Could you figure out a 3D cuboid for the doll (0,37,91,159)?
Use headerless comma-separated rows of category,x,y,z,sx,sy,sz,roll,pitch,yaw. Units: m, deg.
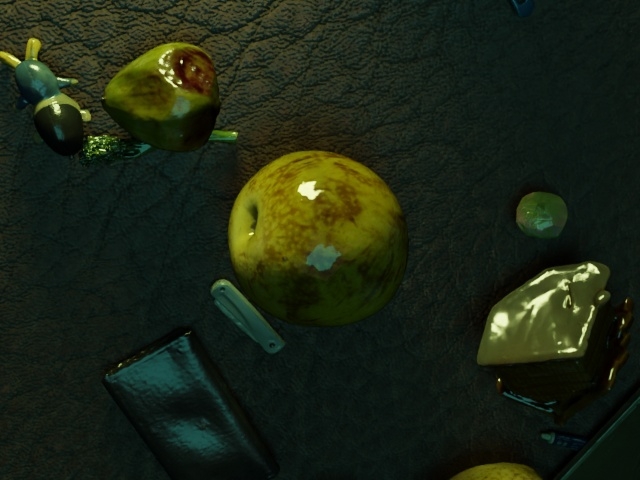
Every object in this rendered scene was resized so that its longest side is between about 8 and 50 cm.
doll,-0.391,-0.199,1.410,0.102,0.089,0.179,-23,89,1

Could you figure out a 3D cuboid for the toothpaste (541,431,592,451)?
toothpaste,0.462,0.369,1.787,0.140,0.021,0.037,16,113,-18

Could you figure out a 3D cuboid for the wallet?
wallet,-0.214,0.308,1.653,0.170,0.044,0.321,-29,109,3

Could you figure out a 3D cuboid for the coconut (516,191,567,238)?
coconut,0.355,-0.040,1.580,0.082,0.081,0.083,-29,68,4

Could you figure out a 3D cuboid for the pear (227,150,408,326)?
pear,0.000,0.000,1.439,0.281,0.280,0.280,-3,112,-7

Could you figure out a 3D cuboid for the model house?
model house,0.403,0.175,1.637,0.220,0.199,0.229,3,147,31

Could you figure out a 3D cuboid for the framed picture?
framed picture,0.607,0.390,1.808,0.240,0.020,0.324,32,104,-23

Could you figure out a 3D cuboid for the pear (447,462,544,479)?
pear,0.309,0.521,1.720,0.271,0.271,0.271,-3,112,-7

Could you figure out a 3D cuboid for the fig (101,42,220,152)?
fig,-0.224,-0.199,1.399,0.166,0.144,0.154,-2,129,13

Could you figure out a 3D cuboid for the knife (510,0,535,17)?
knife,0.241,-0.455,1.428,0.044,0.026,0.296,-37,112,-6

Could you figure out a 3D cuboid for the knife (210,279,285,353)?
knife,-0.122,0.127,1.604,0.044,0.023,0.162,-39,111,5

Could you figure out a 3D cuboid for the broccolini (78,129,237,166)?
broccolini,-0.243,-0.145,1.475,0.239,0.051,0.054,-8,137,-12
